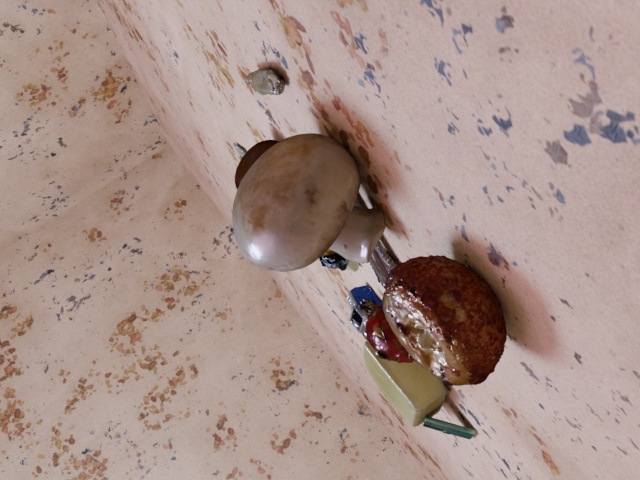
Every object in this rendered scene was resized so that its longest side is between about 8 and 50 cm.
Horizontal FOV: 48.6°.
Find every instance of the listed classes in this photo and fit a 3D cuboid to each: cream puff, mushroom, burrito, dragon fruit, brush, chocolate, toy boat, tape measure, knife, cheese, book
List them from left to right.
[{"bbox_3d":[-0.214,-0.209,2.405,0.103,0.013,0.272,40,162,56],"label":"brush"},{"bbox_3d":[-0.140,-0.168,1.825,0.176,0.177,0.177,52,169,15],"label":"chocolate"},{"bbox_3d":[-0.116,-0.337,1.513,0.058,0.045,0.188,52,169,-23],"label":"burrito"},{"bbox_3d":[-0.022,-0.049,1.409,0.290,0.297,0.297,35,178,-23],"label":"mushroom"},{"bbox_3d":[0.043,0.031,1.829,0.094,0.091,0.054,18,151,44],"label":"tape measure"},{"bbox_3d":[0.133,0.236,2.036,0.129,0.088,0.295,51,168,23],"label":"toy boat"},{"bbox_3d":[0.106,-0.018,1.539,0.089,0.043,0.365,-17,109,44],"label":"knife"},{"bbox_3d":[0.161,0.213,1.782,0.125,0.125,0.246,60,175,-38],"label":"dragon fruit"},{"bbox_3d":[0.229,0.377,1.961,0.242,0.124,0.265,55,171,23],"label":"cheese"},{"bbox_3d":[0.213,0.131,1.199,0.240,0.164,0.240,38,152,24],"label":"cream puff"},{"bbox_3d":[0.347,0.510,1.923,0.135,0.017,0.103,14,158,9],"label":"book"}]

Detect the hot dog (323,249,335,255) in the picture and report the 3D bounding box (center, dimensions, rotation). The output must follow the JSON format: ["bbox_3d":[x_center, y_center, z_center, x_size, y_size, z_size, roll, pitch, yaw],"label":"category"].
[{"bbox_3d":[0.000,0.000,1.761,0.269,0.109,0.072,-7,101,63],"label":"hot dog"}]

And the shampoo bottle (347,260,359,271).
[{"bbox_3d":[0.067,0.055,1.931,0.049,0.034,0.141,50,171,-12],"label":"shampoo bottle"}]
